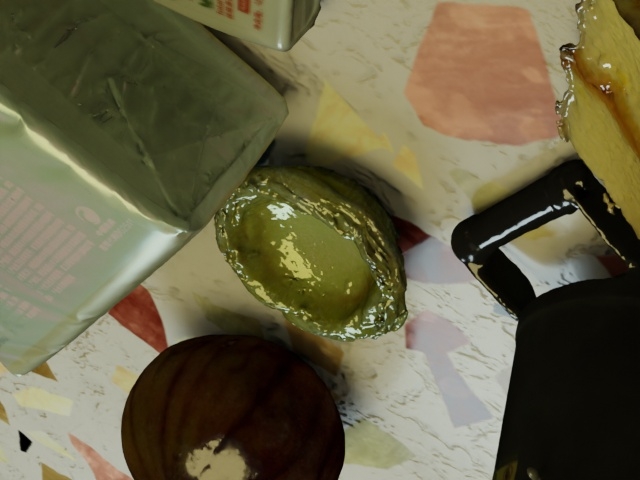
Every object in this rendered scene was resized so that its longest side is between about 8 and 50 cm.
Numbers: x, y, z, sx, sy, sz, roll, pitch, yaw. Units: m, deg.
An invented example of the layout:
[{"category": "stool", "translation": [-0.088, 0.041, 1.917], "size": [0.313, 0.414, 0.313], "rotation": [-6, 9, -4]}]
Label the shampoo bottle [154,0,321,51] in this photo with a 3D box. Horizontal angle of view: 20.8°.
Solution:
[{"category": "shampoo bottle", "translation": [-0.131, -0.248, 1.316], "size": [0.284, 0.071, 0.153], "rotation": [22, 144, 15]}]

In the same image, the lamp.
[{"category": "lamp", "translation": [0.230, 0.167, 1.355], "size": [0.374, 0.272, 0.205], "rotation": [42, 145, -12]}]

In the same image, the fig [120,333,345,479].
[{"category": "fig", "translation": [-0.088, 0.207, 1.756], "size": [0.235, 0.214, 0.235], "rotation": [4, 129, 5]}]

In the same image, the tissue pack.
[{"category": "tissue pack", "translation": [-0.271, -0.089, 1.519], "size": [0.331, 0.205, 0.405], "rotation": [41, 147, -10]}]

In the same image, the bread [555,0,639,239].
[{"category": "bread", "translation": [0.221, -0.054, 1.173], "size": [0.178, 0.135, 0.240], "rotation": [23, 159, 16]}]

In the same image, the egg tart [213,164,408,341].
[{"category": "egg tart", "translation": [0.000, 0.000, 1.519], "size": [0.197, 0.078, 0.197], "rotation": [22, 143, 18]}]
